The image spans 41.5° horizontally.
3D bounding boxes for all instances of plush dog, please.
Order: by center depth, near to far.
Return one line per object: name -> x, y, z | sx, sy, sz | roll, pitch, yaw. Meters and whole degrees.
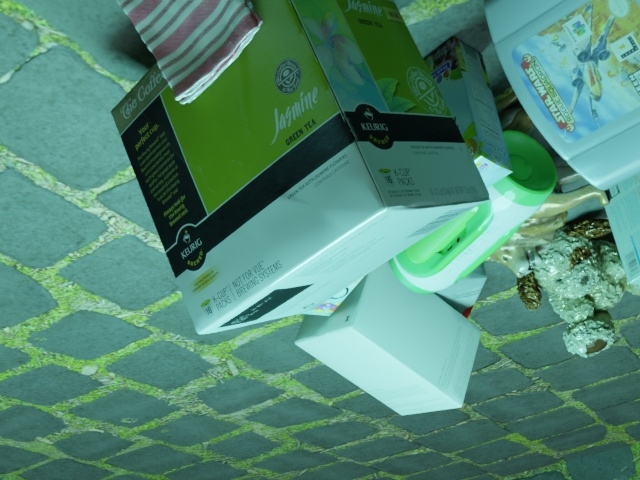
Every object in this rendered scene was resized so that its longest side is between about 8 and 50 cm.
plush dog -> 0.501, 0.058, 1.642 | 0.225, 0.211, 0.262 | 33, 104, -29

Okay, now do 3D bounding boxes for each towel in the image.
towel -> -0.158, -0.266, 0.919 | 0.144, 0.197, 0.029 | -37, 172, 36

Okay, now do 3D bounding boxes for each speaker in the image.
speaker -> 0.218, -0.034, 1.262 | 0.131, 0.131, 0.296 | 8, 146, -24

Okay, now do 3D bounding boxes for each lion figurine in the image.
lion figurine -> 0.307, -0.111, 1.336 | 0.240, 0.142, 0.392 | -16, 130, 28

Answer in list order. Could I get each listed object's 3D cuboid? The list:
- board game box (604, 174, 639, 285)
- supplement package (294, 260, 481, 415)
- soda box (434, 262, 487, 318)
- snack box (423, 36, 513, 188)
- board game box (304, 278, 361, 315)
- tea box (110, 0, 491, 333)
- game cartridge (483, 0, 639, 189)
board game box -> 0.595, -0.090, 1.327 | 0.097, 0.224, 0.303 | 11, 145, -26
supplement package -> 0.133, 0.182, 1.613 | 0.293, 0.175, 0.177 | 37, 146, -24
soda box -> 0.252, 0.107, 1.710 | 0.098, 0.091, 0.286 | -4, 149, -7
snack box -> 0.157, -0.143, 1.158 | 0.070, 0.207, 0.174 | 18, 140, -37
board game box -> 0.000, 0.000, 1.425 | 0.144, 0.142, 0.275 | 7, 146, -22
tea box -> -0.036, -0.107, 1.017 | 0.329, 0.324, 0.220 | -34, 164, 38
game cartridge -> 0.338, -0.217, 1.040 | 0.198, 0.297, 0.062 | -31, -174, 29
